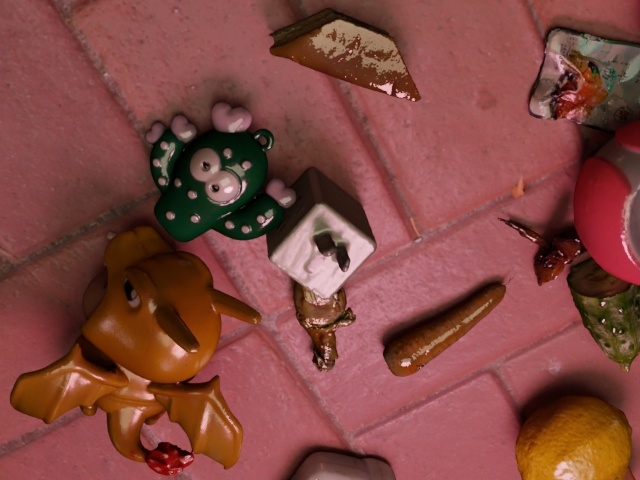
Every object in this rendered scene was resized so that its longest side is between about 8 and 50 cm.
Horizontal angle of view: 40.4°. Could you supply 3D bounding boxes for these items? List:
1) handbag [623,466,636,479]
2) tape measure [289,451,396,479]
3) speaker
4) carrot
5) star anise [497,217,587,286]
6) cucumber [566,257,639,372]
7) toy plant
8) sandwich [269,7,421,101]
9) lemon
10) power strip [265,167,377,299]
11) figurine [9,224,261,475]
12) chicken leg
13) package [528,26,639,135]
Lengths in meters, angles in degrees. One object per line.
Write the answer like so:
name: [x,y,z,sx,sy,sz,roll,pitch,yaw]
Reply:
handbag: [0.564,0.537,1.824,0.193,0.151,0.072,-26,76,3]
tape measure: [0.040,0.565,1.787,0.246,0.125,0.243,13,113,-13]
speaker: [0.581,-0.071,1.465,0.294,0.294,0.295,-2,116,-5]
carrot: [0.251,0.159,1.652,0.298,0.078,0.078,-35,114,6]
star anise: [0.416,-0.003,1.603,0.158,0.144,0.140,-47,156,22]
cucumber: [0.560,0.152,1.650,0.134,0.134,0.245,-21,118,4]
toy plant: [-0.172,-0.106,1.447,0.243,0.112,0.233,-15,100,13]
sandwich: [0.050,-0.307,1.391,0.257,0.094,0.096,17,114,-12]
lemon: [0.501,0.413,1.721,0.260,0.204,0.204,-30,116,-12]
power strip: [0.000,0.000,1.458,0.139,0.224,0.140,38,106,-21]
figurine: [-0.280,0.205,1.507,0.400,0.268,0.387,25,125,-5]
chicken leg: [0.009,0.148,1.609,0.103,0.088,0.228,-22,119,-16]
package: [0.474,-0.267,1.487,0.231,0.040,0.166,11,113,-13]
